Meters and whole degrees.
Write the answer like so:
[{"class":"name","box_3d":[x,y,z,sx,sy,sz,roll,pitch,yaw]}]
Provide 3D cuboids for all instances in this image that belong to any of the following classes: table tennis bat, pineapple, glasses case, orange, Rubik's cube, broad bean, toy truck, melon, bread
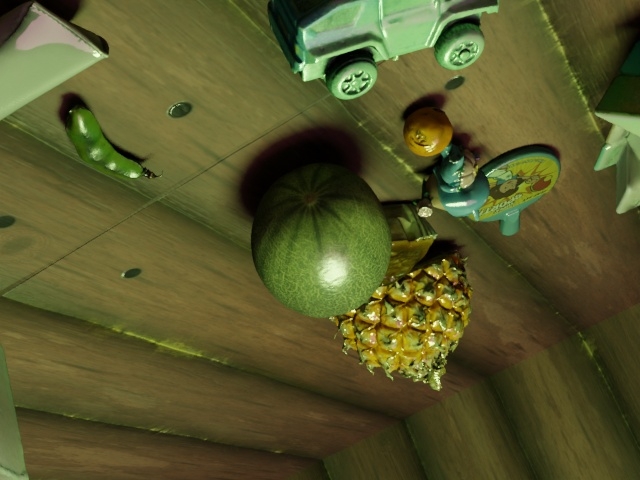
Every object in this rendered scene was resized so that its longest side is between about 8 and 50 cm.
[{"class":"table tennis bat","box_3d":[0.391,-0.093,2.050,0.215,0.044,0.329,-23,154,-1]},{"class":"pineapple","box_3d":[0.210,0.202,2.141,0.344,0.286,0.209,-23,180,3]},{"class":"glasses case","box_3d":[-0.403,-0.188,1.155,0.308,0.083,0.128,-28,149,12]},{"class":"orange","box_3d":[0.177,-0.180,1.646,0.083,0.084,0.083,-18,155,-9]},{"class":"Rubik's cube","box_3d":[0.651,-0.199,1.661,0.387,0.368,0.358,-22,155,-9]},{"class":"broad bean","box_3d":[-0.303,-0.130,1.403,0.069,0.039,0.227,-21,157,13]},{"class":"toy truck","box_3d":[0.080,-0.294,1.256,0.278,0.155,0.156,-17,147,-10]},{"class":"melon","box_3d":[0.000,0.000,1.675,0.237,0.238,0.302,-20,151,-5]},{"class":"bread","box_3d":[0.102,0.019,1.951,0.209,0.110,0.192,-5,149,-33]}]

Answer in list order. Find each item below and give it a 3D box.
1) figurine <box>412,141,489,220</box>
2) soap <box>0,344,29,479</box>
[{"class":"figurine","box_3d":[0.232,-0.111,1.818,0.144,0.114,0.178,-17,144,6]},{"class":"soap","box_3d":[-0.595,0.269,1.664,0.107,0.296,0.285,-18,153,-3]}]
